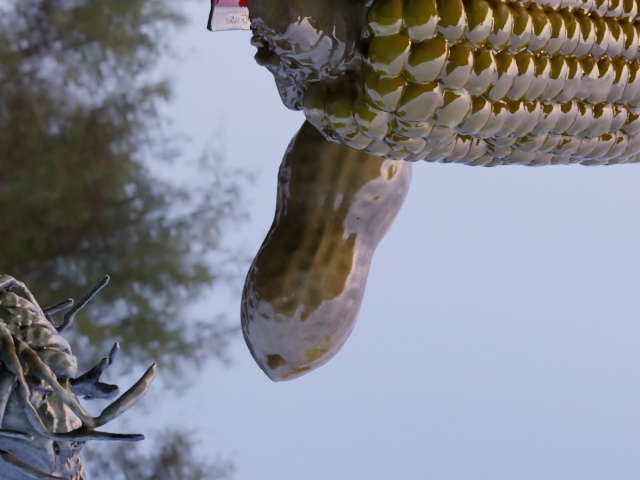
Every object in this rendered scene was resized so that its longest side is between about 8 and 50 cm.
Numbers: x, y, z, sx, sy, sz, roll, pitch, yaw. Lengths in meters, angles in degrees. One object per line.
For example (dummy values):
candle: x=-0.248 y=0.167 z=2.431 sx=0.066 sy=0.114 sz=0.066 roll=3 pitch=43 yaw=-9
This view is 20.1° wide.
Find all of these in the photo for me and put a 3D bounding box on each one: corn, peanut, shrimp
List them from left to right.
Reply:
shrimp: x=-0.279 y=0.076 z=1.517 sx=0.166 sy=0.410 sz=0.221 roll=-45 pitch=176 yaw=33
peanut: x=0.001 y=0.000 z=1.142 sx=0.089 sy=0.193 sz=0.089 roll=22 pitch=-172 yaw=-3
corn: x=0.101 y=-0.090 z=0.833 sx=0.321 sy=0.119 sz=0.119 roll=1 pitch=-164 yaw=-43

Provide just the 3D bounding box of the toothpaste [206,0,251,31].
toothpaste: x=-0.037 y=-0.261 z=0.947 sx=0.048 sy=0.301 sz=0.075 roll=1 pitch=-173 yaw=8
